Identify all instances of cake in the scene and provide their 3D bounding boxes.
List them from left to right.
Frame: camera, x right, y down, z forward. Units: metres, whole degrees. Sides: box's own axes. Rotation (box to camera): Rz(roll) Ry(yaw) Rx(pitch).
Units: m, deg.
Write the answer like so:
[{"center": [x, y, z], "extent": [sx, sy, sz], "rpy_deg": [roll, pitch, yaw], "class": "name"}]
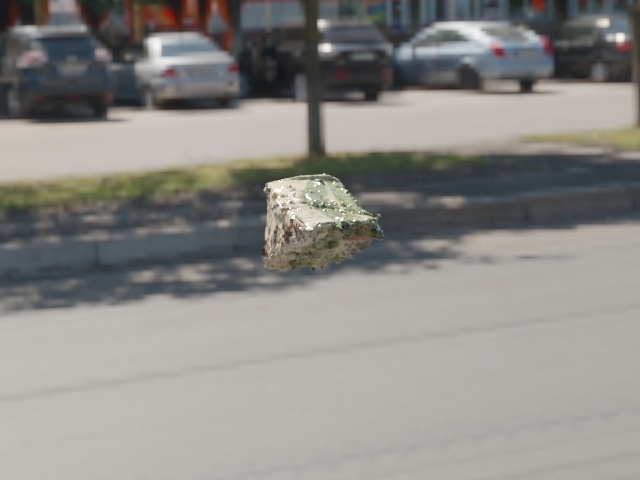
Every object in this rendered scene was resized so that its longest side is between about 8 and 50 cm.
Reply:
[{"center": [0.000, 0.000, 0.826], "extent": [0.051, 0.055, 0.140], "rpy_deg": [1, 10, -9], "class": "cake"}]
